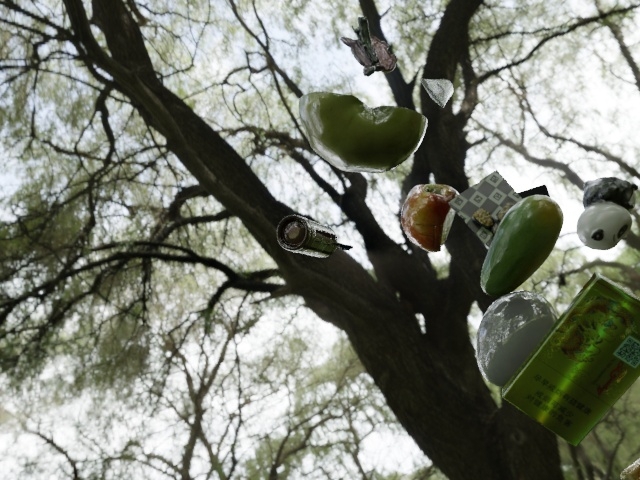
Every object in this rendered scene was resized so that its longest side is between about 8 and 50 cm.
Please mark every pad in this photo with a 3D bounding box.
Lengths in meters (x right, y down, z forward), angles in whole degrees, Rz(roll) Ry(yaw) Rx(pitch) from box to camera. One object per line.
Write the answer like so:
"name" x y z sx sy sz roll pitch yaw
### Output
"pad" 0.706 -0.116 1.907 0.157 0.112 0.003 -18 0 40

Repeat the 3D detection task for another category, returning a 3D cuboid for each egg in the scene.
"egg" 0.454 0.232 1.309 0.232 0.176 0.176 -64 -31 -14

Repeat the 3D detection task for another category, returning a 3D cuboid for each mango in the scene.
"mango" 0.446 0.016 1.247 0.156 0.114 0.251 24 -88 -55

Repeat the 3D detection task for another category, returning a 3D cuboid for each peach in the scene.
"peach" 0.444 -0.089 2.289 0.248 0.245 0.275 -16 -65 -35

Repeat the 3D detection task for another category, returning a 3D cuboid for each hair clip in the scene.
"hair clip" 0.144 -0.553 1.620 0.146 0.187 0.056 -18 -11 -33

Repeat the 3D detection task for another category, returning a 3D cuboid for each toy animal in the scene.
"toy animal" 0.950 -0.079 1.875 0.165 0.235 0.187 12 -23 21

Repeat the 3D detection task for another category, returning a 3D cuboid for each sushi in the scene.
"sushi" 0.555 -0.074 1.734 0.192 0.280 0.043 -35 -20 1

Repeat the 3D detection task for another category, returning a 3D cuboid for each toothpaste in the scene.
"toothpaste" 0.350 -0.441 1.659 0.066 0.100 0.323 -37 2 24

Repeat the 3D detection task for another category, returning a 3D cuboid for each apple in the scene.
"apple" 0.117 -0.338 1.665 0.311 0.320 0.360 -35 4 -5

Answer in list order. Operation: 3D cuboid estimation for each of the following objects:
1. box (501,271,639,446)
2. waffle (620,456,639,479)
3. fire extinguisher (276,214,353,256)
"box" 0.513 0.233 1.086 0.311 0.172 0.043 -61 -10 20
"waffle" 0.910 0.513 1.288 0.304 0.078 0.348 -11 -11 -38
"fire extinguisher" 0.000 0.000 1.701 0.137 0.102 0.344 9 -3 24
